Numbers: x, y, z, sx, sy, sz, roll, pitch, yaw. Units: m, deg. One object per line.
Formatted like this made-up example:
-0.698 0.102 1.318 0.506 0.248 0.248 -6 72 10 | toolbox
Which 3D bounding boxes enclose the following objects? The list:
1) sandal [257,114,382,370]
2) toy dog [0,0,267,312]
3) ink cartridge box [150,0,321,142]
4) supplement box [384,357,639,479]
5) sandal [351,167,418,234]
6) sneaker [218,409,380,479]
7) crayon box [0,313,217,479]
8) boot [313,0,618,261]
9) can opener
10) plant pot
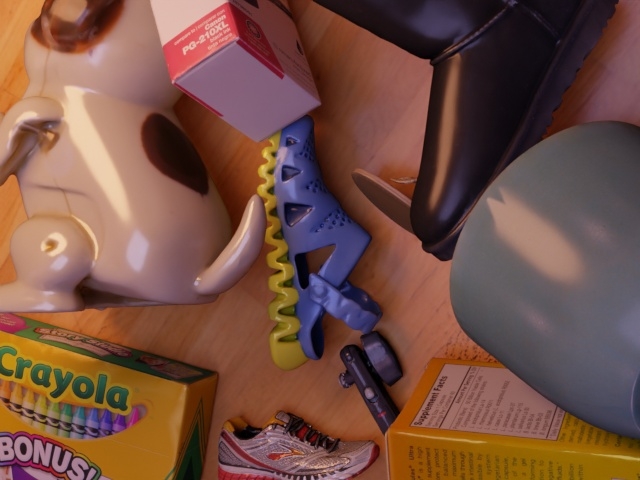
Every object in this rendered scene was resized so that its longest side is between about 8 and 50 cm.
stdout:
0.000 0.000 1.415 0.138 0.126 0.317 -4 101 12 | sandal
-0.258 -0.120 1.390 0.395 0.284 0.408 -7 86 42 | toy dog
-0.110 -0.259 1.341 0.100 0.172 0.237 -30 57 20 | ink cartridge box
0.272 0.267 1.278 0.356 0.194 0.195 3 110 21 | supplement box
0.154 -0.034 1.382 0.240 0.088 0.079 38 76 5 | sandal
-0.034 0.266 1.469 0.225 0.088 0.093 -4 94 21 | sneaker
-0.343 0.290 1.577 0.363 0.106 0.313 13 101 19 | crayon box
0.047 -0.241 1.229 0.445 0.146 0.367 32 78 -11 | boot
0.080 0.208 1.433 0.073 0.059 0.186 -26 87 21 | can opener
0.316 0.059 1.158 0.293 0.293 0.235 -61 38 16 | plant pot
